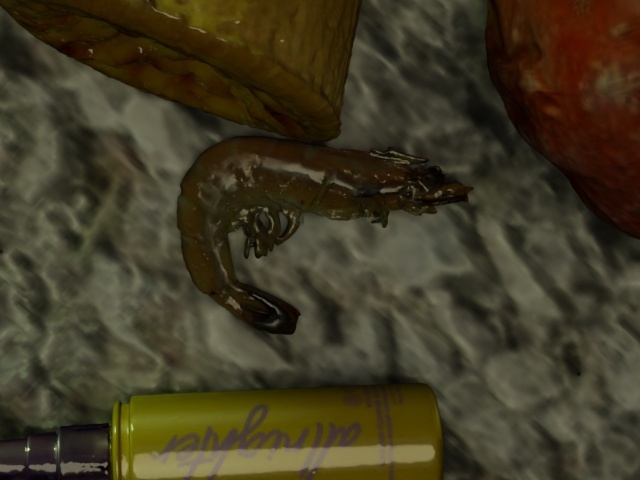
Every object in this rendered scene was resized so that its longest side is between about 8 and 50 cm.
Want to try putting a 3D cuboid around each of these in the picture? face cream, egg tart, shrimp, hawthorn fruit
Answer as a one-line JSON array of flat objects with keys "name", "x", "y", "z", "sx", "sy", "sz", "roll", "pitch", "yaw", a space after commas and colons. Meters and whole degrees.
[{"name": "face cream", "x": -0.067, "y": 0.129, "z": 0.909, "sx": 0.273, "sy": 0.078, "sz": 0.078, "roll": -2, "pitch": 97, "yaw": -5}, {"name": "egg tart", "x": -0.060, "y": -0.155, "z": 0.822, "sx": 0.203, "sy": 0.202, "sz": 0.147, "roll": 22, "pitch": 85, "yaw": -8}, {"name": "shrimp", "x": 0.000, "y": 0.000, "z": 0.922, "sx": 0.178, "sy": 0.034, "sz": 0.124, "roll": 6, "pitch": 99, "yaw": -5}, {"name": "hawthorn fruit", "x": 0.213, "y": -0.101, "z": 0.812, "sx": 0.242, "sy": 0.271, "sz": 0.241, "roll": -1, "pitch": 107, "yaw": -4}]
